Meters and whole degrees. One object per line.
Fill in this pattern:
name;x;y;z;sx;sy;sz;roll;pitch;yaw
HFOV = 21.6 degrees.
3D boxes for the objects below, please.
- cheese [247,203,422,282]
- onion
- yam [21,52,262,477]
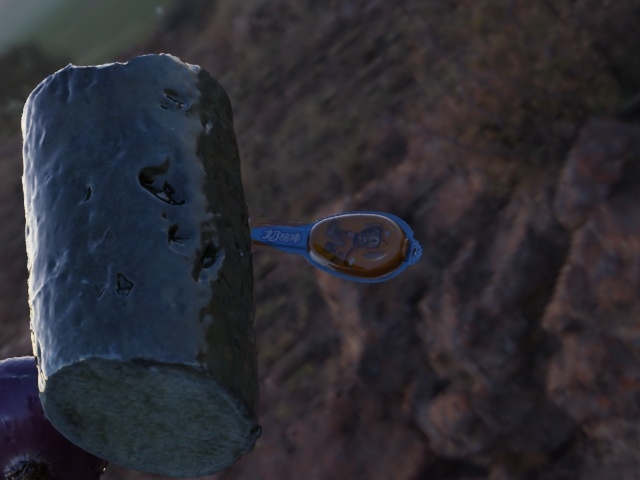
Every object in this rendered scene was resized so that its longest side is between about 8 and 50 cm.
cheese;0.000;0.001;0.902;0.111;0.017;0.047;6;51;11
onion;-0.194;0.127;1.111;0.115;0.115;0.104;-38;37;6
yam;-0.085;0.012;0.787;0.107;0.107;0.194;-32;48;27
